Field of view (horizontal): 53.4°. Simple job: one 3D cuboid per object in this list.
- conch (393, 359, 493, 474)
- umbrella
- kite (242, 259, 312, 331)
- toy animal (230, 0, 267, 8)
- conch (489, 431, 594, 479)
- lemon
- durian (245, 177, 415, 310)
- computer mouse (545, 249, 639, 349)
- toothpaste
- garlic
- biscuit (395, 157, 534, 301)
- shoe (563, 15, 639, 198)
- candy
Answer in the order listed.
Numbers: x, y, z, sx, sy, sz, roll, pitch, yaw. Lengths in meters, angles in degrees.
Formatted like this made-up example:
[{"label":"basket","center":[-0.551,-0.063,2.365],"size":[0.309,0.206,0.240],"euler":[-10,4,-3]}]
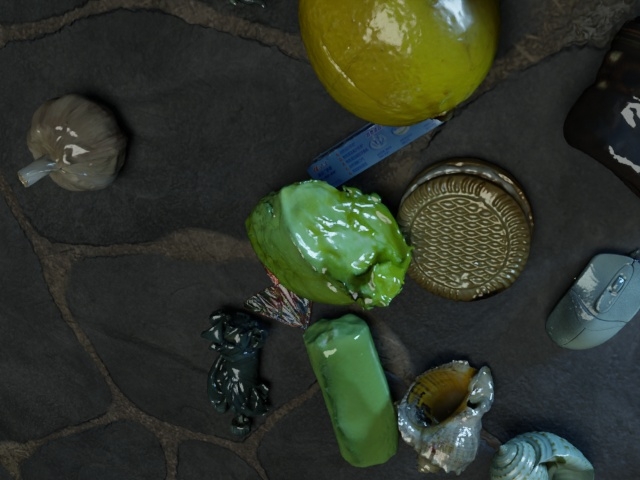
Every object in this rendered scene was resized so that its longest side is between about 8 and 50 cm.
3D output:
[{"label":"conch","center":[0.247,0.341,1.255],"size":[0.178,0.163,0.245],"euler":[32,93,-13]},{"label":"umbrella","center":[-0.188,0.318,1.451],"size":[0.143,0.094,0.349],"euler":[15,121,20]},{"label":"kite","center":[-0.071,0.113,1.353],"size":[0.232,0.009,0.189],"euler":[-27,101,29]},{"label":"toy animal","center":[-0.200,-0.495,1.070],"size":[0.137,0.082,0.269],"euler":[-16,106,29]},{"label":"conch","center":[0.423,0.447,1.245],"size":[0.172,0.131,0.200],"euler":[-46,122,7]},{"label":"lemon","center":[0.111,-0.315,0.916],"size":[0.297,0.297,0.297],"euler":[9,117,18]},{"label":"durian","center":[0.000,0.000,1.146],"size":[0.256,0.204,0.339],"euler":[48,159,-13]},{"label":"computer mouse","center":[0.476,0.112,1.096],"size":[0.113,0.068,0.229],"euler":[30,122,5]},{"label":"toothpaste","center":[0.097,-0.176,1.123],"size":[0.272,0.053,0.066],"euler":[-30,105,30]},{"label":"garlic","center":[-0.515,-0.176,1.277],"size":[0.218,0.212,0.219],"euler":[12,124,18]},{"label":"biscuit","center":[0.250,-0.015,1.120],"size":[0.259,0.079,0.259],"euler":[9,117,18]},{"label":"shoe","center":[0.546,-0.132,0.888],"size":[0.384,0.171,0.237],"euler":[28,115,9]},{"label":"candy","center":[0.070,0.316,1.333],"size":[0.142,0.132,0.343],"euler":[-22,112,-15]}]
